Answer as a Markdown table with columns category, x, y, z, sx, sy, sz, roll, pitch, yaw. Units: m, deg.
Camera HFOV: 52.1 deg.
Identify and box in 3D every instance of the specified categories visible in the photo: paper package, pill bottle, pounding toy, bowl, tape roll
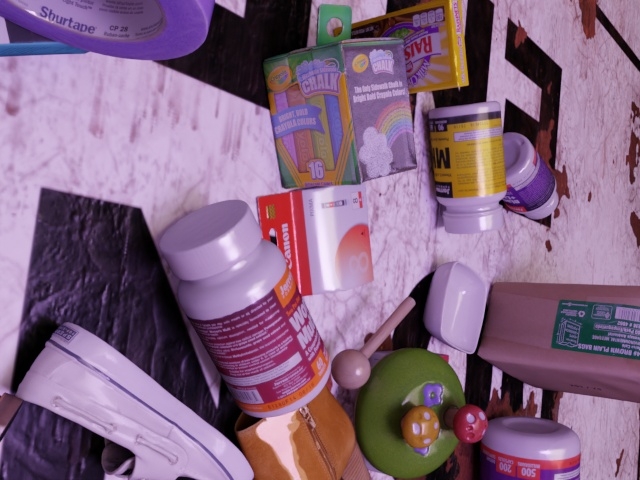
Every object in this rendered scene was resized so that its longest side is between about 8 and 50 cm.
| category | x | y | z | sx | sy | sz | roll | pitch | yaw |
| --- | --- | --- | --- | --- | --- | --- | --- | --- | --- |
| paper package | 0.520 | 0.202 | 1.269 | 0.309 | 0.325 | 0.168 | 30 | 68 | -45 |
| pill bottle | 0.391 | 0.509 | 1.233 | 0.181 | 0.181 | 0.323 | 1 | 90 | -50 |
| pounding toy | 0.137 | 0.220 | 0.881 | 0.183 | 0.110 | 0.237 | -34 | 105 | -25 |
| bowl | 0.228 | 0.114 | 1.127 | 0.142 | 0.053 | 0.142 | 33 | 68 | -46 |
| pill bottle | -0.079 | 0.075 | 0.710 | 0.121 | 0.121 | 0.221 | -46 | 125 | -39 |
| tape roll | -0.163 | -0.205 | 0.455 | 0.189 | 0.189 | 0.080 | 21 | 75 | -48 |
| pill bottle | 0.392 | -0.117 | 1.273 | 0.193 | 0.108 | 0.108 | 34 | 66 | -45 |
| pill bottle | 0.248 | -0.122 | 1.094 | 0.119 | 0.119 | 0.208 | -19 | 105 | -48 |

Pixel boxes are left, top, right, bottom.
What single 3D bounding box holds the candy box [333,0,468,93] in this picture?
| category | x | y | z | sx | sy | sz | roll | pitch | yaw |
| --- | --- | --- | --- | --- | --- | --- | --- | --- | --- |
| candy box | 0.099 | -0.240 | 0.846 | 0.027 | 0.206 | 0.105 | -20 | 106 | -37 |

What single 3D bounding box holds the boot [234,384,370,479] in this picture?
| category | x | y | z | sx | sy | sz | roll | pitch | yaw |
| --- | --- | --- | --- | --- | --- | --- | --- | --- | --- |
| boot | -0.054 | 0.307 | 0.778 | 0.295 | 0.104 | 0.211 | -50 | 121 | -41 |

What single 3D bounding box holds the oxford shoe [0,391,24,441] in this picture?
| category | x | y | z | sx | sy | sz | roll | pitch | yaw |
| --- | --- | --- | --- | --- | --- | --- | --- | --- | --- |
| oxford shoe | -0.317 | 0.201 | 0.490 | 0.076 | 0.076 | 0.212 | 32 | 66 | -13 |

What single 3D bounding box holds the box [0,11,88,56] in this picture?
| category | x | y | z | sx | sy | sz | roll | pitch | yaw |
| --- | --- | --- | --- | --- | --- | --- | --- | --- | --- |
| box | -0.284 | -0.195 | 0.506 | 0.244 | 0.060 | 0.100 | -22 | 108 | -47 |

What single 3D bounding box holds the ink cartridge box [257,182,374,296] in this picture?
| category | x | y | z | sx | sy | sz | roll | pitch | yaw |
| --- | --- | --- | --- | --- | --- | --- | --- | --- | --- |
| ink cartridge box | 0.000 | 0.000 | 0.863 | 0.179 | 0.045 | 0.145 | -15 | 102 | -51 |

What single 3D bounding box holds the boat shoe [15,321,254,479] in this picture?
| category | x | y | z | sx | sy | sz | roll | pitch | yaw |
| --- | --- | --- | --- | --- | --- | --- | --- | --- | --- |
| boat shoe | -0.170 | 0.190 | 0.629 | 0.267 | 0.096 | 0.088 | 53 | 57 | -35 |

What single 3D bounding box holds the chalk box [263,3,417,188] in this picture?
| category | x | y | z | sx | sy | sz | roll | pitch | yaw |
| --- | --- | --- | --- | --- | --- | --- | --- | --- | --- |
| chalk box | 0.023 | -0.181 | 0.818 | 0.132 | 0.132 | 0.213 | -20 | 105 | -47 |

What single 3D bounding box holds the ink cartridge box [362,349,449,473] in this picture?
| category | x | y | z | sx | sy | sz | roll | pitch | yaw |
| --- | --- | --- | --- | --- | --- | --- | --- | --- | --- |
| ink cartridge box | 0.132 | 0.260 | 1.002 | 0.127 | 0.072 | 0.175 | 9 | 84 | -50 |
